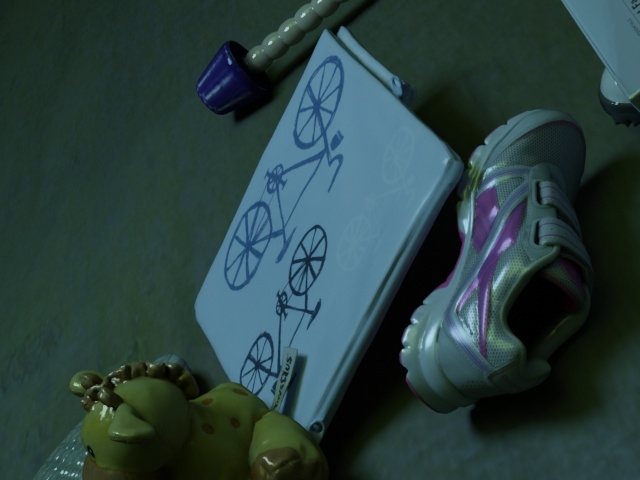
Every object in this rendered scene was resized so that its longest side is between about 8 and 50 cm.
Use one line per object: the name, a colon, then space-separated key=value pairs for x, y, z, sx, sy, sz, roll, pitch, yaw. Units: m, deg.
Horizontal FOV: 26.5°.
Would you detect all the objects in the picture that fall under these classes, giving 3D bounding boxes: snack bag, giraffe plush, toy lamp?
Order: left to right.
giraffe plush: x=-0.109 y=0.166 z=1.047 sx=0.181 sy=0.170 sz=0.210 roll=-24 pitch=55 yaw=51
toy lamp: x=-0.028 y=-0.243 z=1.539 sx=0.274 sy=0.080 sz=0.080 roll=-38 pitch=32 yaw=17
snack bag: x=0.000 y=0.000 z=1.186 sx=0.323 sy=0.037 sz=0.342 roll=-63 pitch=27 yaw=15

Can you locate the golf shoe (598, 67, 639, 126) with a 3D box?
golf shoe: x=0.303 y=-0.206 z=1.026 sx=0.273 sy=0.120 sz=0.105 roll=-43 pitch=33 yaw=14

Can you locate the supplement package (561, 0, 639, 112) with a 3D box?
supplement package: x=0.322 y=-0.161 z=0.867 sx=0.262 sy=0.199 sz=0.198 roll=-39 pitch=33 yaw=17

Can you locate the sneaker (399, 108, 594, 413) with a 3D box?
sneaker: x=0.158 y=0.014 z=1.002 sx=0.111 sy=0.103 sz=0.252 roll=-1 pitch=61 yaw=47

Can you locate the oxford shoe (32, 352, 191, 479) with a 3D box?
oxford shoe: x=-0.186 y=0.257 z=1.157 sx=0.169 sy=0.130 sz=0.449 roll=-41 pitch=16 yaw=26
